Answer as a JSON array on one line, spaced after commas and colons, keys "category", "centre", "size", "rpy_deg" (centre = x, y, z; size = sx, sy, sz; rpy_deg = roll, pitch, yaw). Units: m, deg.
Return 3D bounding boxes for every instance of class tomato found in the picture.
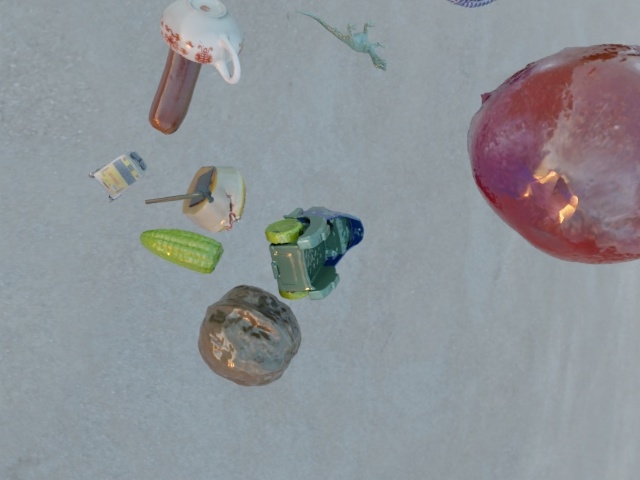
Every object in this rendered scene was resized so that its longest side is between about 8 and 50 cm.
[{"category": "tomato", "centre": [0.354, -0.107, 0.787], "size": [0.334, 0.290, 0.176], "rpy_deg": [37, 36, 7]}]

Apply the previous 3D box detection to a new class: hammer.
[{"category": "hammer", "centre": [-0.382, -0.116, 1.568], "size": [0.062, 0.182, 0.017], "rpy_deg": [80, 4, -55]}]

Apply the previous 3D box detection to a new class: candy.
[{"category": "candy", "centre": [-0.351, 0.019, 1.468], "size": [0.209, 0.097, 0.097], "rpy_deg": [16, 74, 0]}]

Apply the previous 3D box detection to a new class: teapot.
[{"category": "teapot", "centre": [-0.220, -0.396, 1.126], "size": [0.159, 0.116, 0.246], "rpy_deg": [-5, 54, -43]}]

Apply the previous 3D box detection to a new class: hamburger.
[{"category": "hamburger", "centre": [-0.349, -0.142, 1.955], "size": [0.151, 0.295, 0.227], "rpy_deg": [20, 87, -27]}]

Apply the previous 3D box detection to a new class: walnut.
[{"category": "walnut", "centre": [-0.188, 0.251, 1.544], "size": [0.273, 0.227, 0.273], "rpy_deg": [1, 76, -4]}]

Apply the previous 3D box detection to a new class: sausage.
[{"category": "sausage", "centre": [-0.351, -0.408, 1.458], "size": [0.089, 0.083, 0.300], "rpy_deg": [15, 102, -24]}]

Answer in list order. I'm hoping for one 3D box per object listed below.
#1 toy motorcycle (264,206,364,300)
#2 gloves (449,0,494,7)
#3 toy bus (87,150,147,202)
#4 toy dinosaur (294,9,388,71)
[{"category": "toy motorcycle", "centre": [0.000, 0.000, 1.528], "size": [0.326, 0.199, 0.191], "rpy_deg": [-54, 139, -55]}, {"category": "gloves", "centre": [0.238, -0.475, 1.032], "size": [0.229, 0.119, 0.097], "rpy_deg": [9, 107, -28]}, {"category": "toy bus", "centre": [-0.579, -0.194, 1.690], "size": [0.138, 0.342, 0.097], "rpy_deg": [-39, 106, -4]}, {"category": "toy dinosaur", "centre": [0.105, -0.734, 2.029], "size": [0.383, 0.129, 0.076], "rpy_deg": [34, 49, -15]}]
